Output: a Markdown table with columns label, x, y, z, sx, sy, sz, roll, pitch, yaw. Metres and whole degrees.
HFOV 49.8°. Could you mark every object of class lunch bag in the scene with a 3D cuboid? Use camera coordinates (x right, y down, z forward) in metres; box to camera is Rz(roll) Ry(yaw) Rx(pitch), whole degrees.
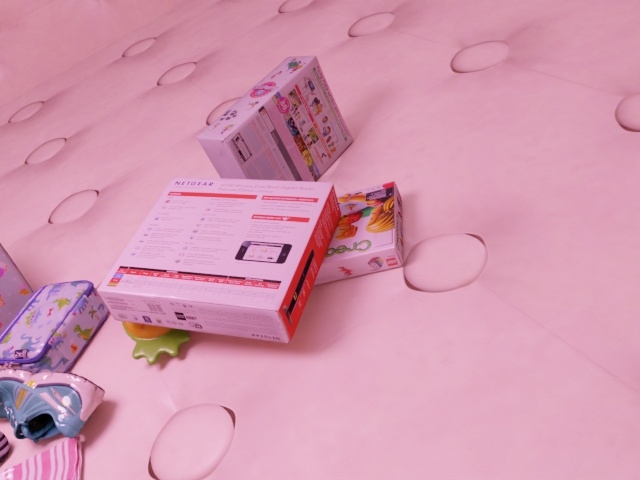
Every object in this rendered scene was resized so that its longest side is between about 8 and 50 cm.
| label | x | y | z | sx | sy | sz | roll | pitch | yaw |
| --- | --- | --- | --- | --- | --- | --- | --- | --- | --- |
| lunch bag | -0.752 | 0.073 | 1.507 | 0.160 | 0.223 | 0.262 | -38 | 35 | -26 |
| lunch bag | -0.541 | 0.179 | 1.362 | 0.176 | 0.090 | 0.219 | -6 | 39 | 30 |

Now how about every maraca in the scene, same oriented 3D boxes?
| label | x | y | z | sx | sy | sz | roll | pitch | yaw |
| --- | --- | --- | --- | --- | --- | --- | --- | --- | --- |
| maraca | -0.299 | 0.141 | 1.255 | 0.127 | 0.099 | 0.185 | -22 | 51 | 0 |

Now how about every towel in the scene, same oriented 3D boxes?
| label | x | y | z | sx | sy | sz | roll | pitch | yaw |
| --- | --- | --- | --- | --- | --- | --- | --- | --- | --- |
| towel | -0.469 | 0.400 | 1.088 | 0.197 | 0.029 | 0.144 | -25 | 35 | 1 |

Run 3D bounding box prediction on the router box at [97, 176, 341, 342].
| label | x | y | z | sx | sy | sz | roll | pitch | yaw |
| --- | --- | --- | --- | --- | --- | --- | --- | --- | --- |
| router box | -0.165 | 0.018 | 1.202 | 0.336 | 0.082 | 0.301 | 4 | 46 | 21 |

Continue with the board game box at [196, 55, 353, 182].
| label | x | y | z | sx | sy | sz | roll | pitch | yaw |
| --- | --- | --- | --- | --- | --- | --- | --- | --- | --- |
| board game box | -0.084 | -0.215 | 1.462 | 0.098 | 0.224 | 0.303 | 12 | 49 | 44 |

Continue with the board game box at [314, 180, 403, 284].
| label | x | y | z | sx | sy | sz | roll | pitch | yaw |
| --- | --- | --- | --- | --- | --- | --- | --- | --- | --- |
| board game box | 0.000 | 0.000 | 1.283 | 0.306 | 0.053 | 0.193 | -14 | 38 | 16 |

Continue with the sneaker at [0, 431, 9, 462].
| label | x | y | z | sx | sy | sz | roll | pitch | yaw |
| --- | --- | --- | --- | --- | --- | --- | --- | --- | --- |
| sneaker | -0.640 | 0.394 | 1.156 | 0.224 | 0.083 | 0.098 | -29 | 20 | -36 |

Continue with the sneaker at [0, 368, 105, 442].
| label | x | y | z | sx | sy | sz | roll | pitch | yaw |
| --- | --- | --- | --- | --- | --- | --- | --- | --- | --- |
| sneaker | -0.498 | 0.287 | 1.182 | 0.275 | 0.107 | 0.110 | -8 | 47 | 31 |
